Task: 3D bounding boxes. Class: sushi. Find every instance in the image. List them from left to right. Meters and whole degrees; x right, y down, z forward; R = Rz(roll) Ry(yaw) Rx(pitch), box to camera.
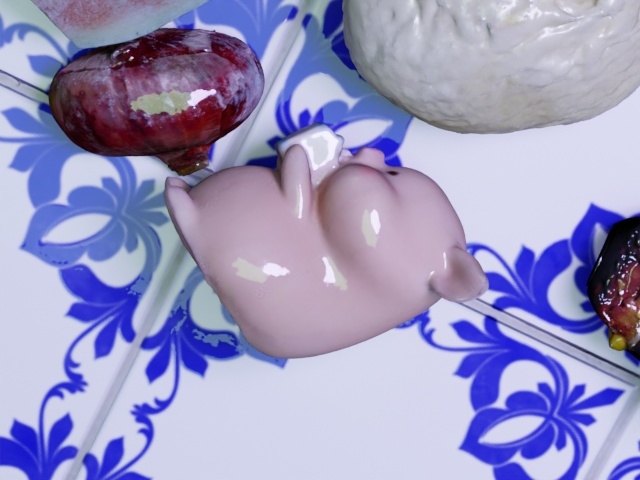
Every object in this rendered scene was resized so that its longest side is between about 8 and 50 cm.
[{"bbox_3d":[0.347,0.047,1.580,0.150,0.153,0.172,26,121,7],"label":"sushi"}]

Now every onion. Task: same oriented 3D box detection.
[{"bbox_3d":[-0.150,-0.128,1.507,0.206,0.098,0.151,-19,102,-2],"label":"onion"}]

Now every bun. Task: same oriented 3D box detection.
[{"bbox_3d":[0.181,-0.257,1.449,0.353,0.227,0.349,-25,106,2],"label":"bun"}]

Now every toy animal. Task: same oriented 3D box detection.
[{"bbox_3d":[0.003,-0.003,1.517,0.256,0.195,0.212,-20,96,1],"label":"toy animal"}]

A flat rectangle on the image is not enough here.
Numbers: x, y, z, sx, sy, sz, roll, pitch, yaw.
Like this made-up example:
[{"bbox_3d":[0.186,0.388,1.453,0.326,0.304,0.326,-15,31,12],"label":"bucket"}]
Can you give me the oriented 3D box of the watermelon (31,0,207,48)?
[{"bbox_3d":[-0.193,-0.305,1.406,0.213,0.201,0.261,-36,99,7],"label":"watermelon"}]
